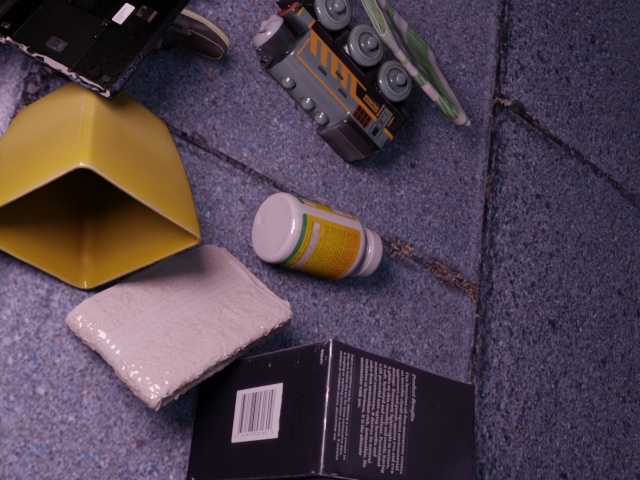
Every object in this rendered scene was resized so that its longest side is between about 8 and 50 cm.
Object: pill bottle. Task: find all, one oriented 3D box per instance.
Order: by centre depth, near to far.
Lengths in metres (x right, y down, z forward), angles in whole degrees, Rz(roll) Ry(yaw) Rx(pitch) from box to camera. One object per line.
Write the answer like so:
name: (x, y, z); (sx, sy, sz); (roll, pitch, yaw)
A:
pill bottle: (0.000, 0.000, 1.441); (0.208, 0.118, 0.117); (16, 67, -39)

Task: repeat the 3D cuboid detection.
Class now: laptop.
laptop: (-0.335, -0.282, 1.131); (0.264, 0.136, 0.234); (28, 56, -2)

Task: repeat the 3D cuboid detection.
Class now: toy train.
toy train: (0.025, -0.295, 1.549); (0.334, 0.142, 0.190); (45, 61, -24)

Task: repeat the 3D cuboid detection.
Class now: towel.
towel: (-0.186, 0.108, 1.218); (0.187, 0.049, 0.282); (39, 43, 20)
towel: (0.166, -0.367, 1.640); (0.325, 0.038, 0.248); (38, 25, -47)

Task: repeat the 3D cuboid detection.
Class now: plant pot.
plant pot: (-0.298, -0.086, 1.119); (0.212, 0.212, 0.187); (37, 40, -48)

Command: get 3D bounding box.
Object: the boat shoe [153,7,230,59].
boat shoe: (-0.246, -0.328, 1.346); (0.224, 0.080, 0.073); (25, 67, -29)

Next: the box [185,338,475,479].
box: (0.017, 0.275, 1.250); (0.294, 0.296, 0.182); (24, 62, -37)
